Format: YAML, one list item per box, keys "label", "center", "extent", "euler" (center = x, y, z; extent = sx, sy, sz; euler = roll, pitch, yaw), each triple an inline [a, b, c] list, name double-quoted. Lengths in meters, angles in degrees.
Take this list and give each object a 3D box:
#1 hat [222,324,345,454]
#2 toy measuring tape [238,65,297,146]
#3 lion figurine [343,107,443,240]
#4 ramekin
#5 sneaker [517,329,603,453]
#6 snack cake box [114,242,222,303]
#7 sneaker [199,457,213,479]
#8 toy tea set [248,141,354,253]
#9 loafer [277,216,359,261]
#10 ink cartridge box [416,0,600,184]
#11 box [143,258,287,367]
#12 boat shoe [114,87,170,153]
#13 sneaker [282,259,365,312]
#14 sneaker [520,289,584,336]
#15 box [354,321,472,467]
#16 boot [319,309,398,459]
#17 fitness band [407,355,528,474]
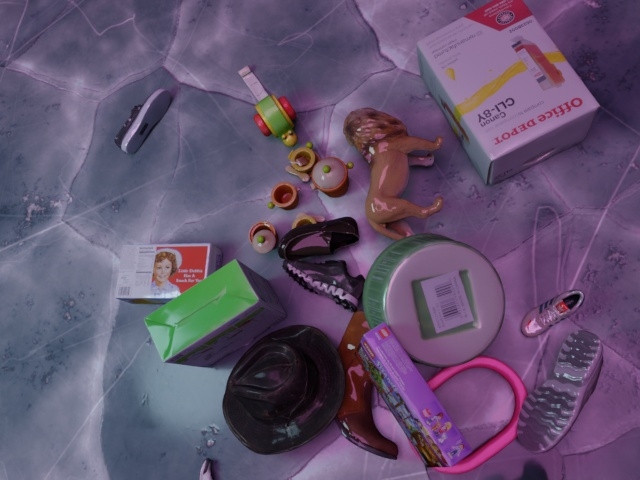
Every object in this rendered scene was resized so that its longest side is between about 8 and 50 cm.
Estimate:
- label: "hat"
  center: [-0.116, 0.328, 1.260]
  extent: [0.331, 0.134, 0.331]
  euler: [-14, 58, 23]
- label: "toy measuring tape"
  center: [-0.159, -0.396, 1.539]
  extent: [0.121, 0.121, 0.330]
  euler: [-33, 69, 3]
- label: "lion figurine"
  center: [0.172, -0.152, 1.354]
  extent: [0.240, 0.142, 0.392]
  euler: [5, 67, -5]
- label: "ramekin"
  center: [0.254, 0.134, 1.208]
  extent: [0.303, 0.148, 0.304]
  euler: [0, 89, -5]
- label: "sneaker"
  center: [0.528, 0.336, 1.157]
  extent: [0.281, 0.115, 0.105]
  euler: [-53, 37, -6]
- label: "snack cake box"
  center: [-0.408, 0.091, 1.475]
  extent: [0.264, 0.089, 0.152]
  euler: [-1, 72, 14]
- label: "sneaker"
  center: [-0.275, 0.589, 1.330]
  extent: [0.043, 0.040, 0.109]
  euler: [5, 79, -2]
- label: "toy tea set"
  center: [-0.060, -0.105, 1.424]
  extent: [0.200, 0.124, 0.336]
  euler: [25, 82, 19]
- label: "loafer"
  center: [0.000, 0.000, 1.367]
  extent: [0.220, 0.080, 0.078]
  euler: [-20, 35, -10]
- label: "ink cartridge box"
  center: [0.451, -0.377, 1.356]
  extent: [0.279, 0.160, 0.385]
  euler: [-27, 70, 5]
- label: "box"
  center: [-0.244, 0.190, 1.329]
  extent: [0.262, 0.231, 0.127]
  euler: [-33, 70, 3]
- label: "boat shoe"
  center: [-0.545, -0.371, 1.652]
  extent: [0.076, 0.080, 0.229]
  euler: [33, 92, 19]
- label: "sneaker"
  center: [0.015, 0.087, 1.380]
  extent: [0.234, 0.078, 0.106]
  euler: [25, 69, 24]
- label: "sneaker"
  center: [0.524, 0.159, 1.229]
  extent: [0.161, 0.075, 0.057]
  euler: [-33, 69, 3]
- label: "box"
  center: [0.180, 0.328, 1.140]
  extent: [0.057, 0.201, 0.293]
  euler: [-29, 71, -14]
- label: "boot"
  center: [0.127, 0.337, 1.290]
  extent: [0.264, 0.096, 0.280]
  euler: [29, 75, 27]
- label: "fitness band"
  center: [0.326, 0.388, 1.226]
  extent: [0.291, 0.054, 0.209]
  euler: [-38, 69, 2]
